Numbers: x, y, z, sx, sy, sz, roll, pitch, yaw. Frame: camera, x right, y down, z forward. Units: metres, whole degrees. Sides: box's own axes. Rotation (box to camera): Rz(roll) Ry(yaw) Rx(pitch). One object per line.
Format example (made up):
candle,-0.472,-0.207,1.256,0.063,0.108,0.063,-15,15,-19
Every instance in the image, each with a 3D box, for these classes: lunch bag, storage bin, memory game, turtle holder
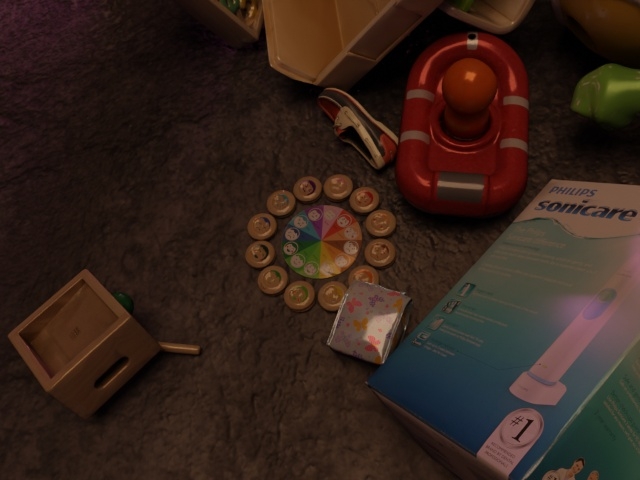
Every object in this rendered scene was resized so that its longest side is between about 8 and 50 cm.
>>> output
lunch bag,0.055,0.089,0.725,0.071,0.053,0.083,15,76,19
storage bin,0.040,-0.361,0.822,0.123,0.262,0.260,7,64,-33
memory game,0.000,0.000,0.803,0.186,0.012,0.186,-4,62,8
turtle holder,0.395,-0.290,0.783,0.227,0.243,0.320,9,103,32

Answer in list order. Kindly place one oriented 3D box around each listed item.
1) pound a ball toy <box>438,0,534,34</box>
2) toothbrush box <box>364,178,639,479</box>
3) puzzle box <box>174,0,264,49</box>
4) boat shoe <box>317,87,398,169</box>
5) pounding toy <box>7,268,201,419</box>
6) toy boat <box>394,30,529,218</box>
pound a ball toy,0.195,-0.395,0.826,0.135,0.208,0.319,6,34,-33
toothbrush box,0.220,0.090,0.596,0.295,0.126,0.216,-46,24,-14
puzzle box,-0.152,-0.511,0.930,0.052,0.272,0.409,-7,65,41
boat shoe,0.041,-0.142,0.849,0.043,0.049,0.137,-41,70,-15
pounding toy,-0.237,0.114,0.751,0.141,0.100,0.130,-44,50,-15
toy boat,0.166,-0.148,0.767,0.151,0.151,0.231,5,64,9
